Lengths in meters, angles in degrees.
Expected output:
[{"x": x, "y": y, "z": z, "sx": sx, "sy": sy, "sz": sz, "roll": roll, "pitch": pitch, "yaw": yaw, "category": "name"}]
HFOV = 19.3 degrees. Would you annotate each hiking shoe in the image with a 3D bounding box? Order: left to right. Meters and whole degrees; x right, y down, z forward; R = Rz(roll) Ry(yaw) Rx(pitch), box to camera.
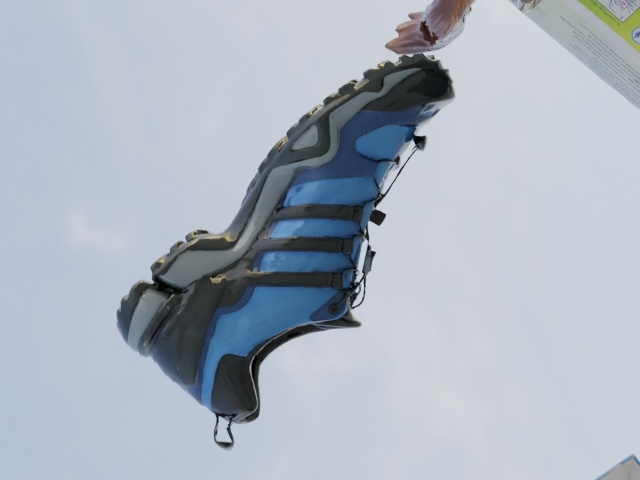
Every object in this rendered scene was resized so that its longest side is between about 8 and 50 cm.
[{"x": 0.000, "y": 0.000, "z": 1.348, "sx": 0.132, "sy": 0.304, "sz": 0.113, "roll": 46, "pitch": -175, "yaw": 8, "category": "hiking shoe"}]

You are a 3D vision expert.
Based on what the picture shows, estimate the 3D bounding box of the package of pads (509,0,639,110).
[{"x": 0.256, "y": -0.214, "z": 1.310, "sx": 0.229, "sy": 0.101, "sz": 0.296, "roll": 38, "pitch": -132, "yaw": -9, "category": "package of pads"}]

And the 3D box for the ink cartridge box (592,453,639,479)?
[{"x": 0.263, "y": 0.238, "z": 1.556, "sx": 0.104, "sy": 0.061, "sz": 0.181, "roll": 55, "pitch": -179, "yaw": 12, "category": "ink cartridge box"}]

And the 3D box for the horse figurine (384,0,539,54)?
[{"x": 0.109, "y": -0.196, "z": 0.897, "sx": 0.263, "sy": 0.066, "sz": 0.174, "roll": -64, "pitch": -8, "yaw": 10, "category": "horse figurine"}]
